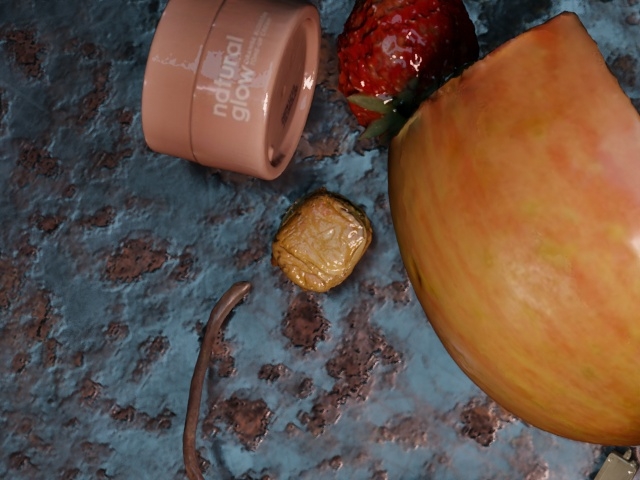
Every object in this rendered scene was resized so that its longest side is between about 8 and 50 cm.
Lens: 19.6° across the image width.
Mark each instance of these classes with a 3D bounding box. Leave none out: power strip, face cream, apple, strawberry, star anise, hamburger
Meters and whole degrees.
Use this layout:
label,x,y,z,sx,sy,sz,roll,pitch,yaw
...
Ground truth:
label,x,y,z,sx,sy,sz,roll,pitch,yaw
power strip,0.223,0.198,1.453,0.027,0.017,0.083,31,105,12
face cream,-0.070,-0.131,1.502,0.104,0.149,0.149,15,84,12
apple,0.210,0.008,1.407,0.252,0.314,0.309,-17,74,-35
strawberry,0.064,-0.160,1.490,0.131,0.131,0.148,-31,73,5
star anise,-0.075,0.167,1.468,0.218,0.148,0.227,-29,87,-38
hamburger,0.000,0.000,1.522,0.076,0.044,0.083,42,93,12
